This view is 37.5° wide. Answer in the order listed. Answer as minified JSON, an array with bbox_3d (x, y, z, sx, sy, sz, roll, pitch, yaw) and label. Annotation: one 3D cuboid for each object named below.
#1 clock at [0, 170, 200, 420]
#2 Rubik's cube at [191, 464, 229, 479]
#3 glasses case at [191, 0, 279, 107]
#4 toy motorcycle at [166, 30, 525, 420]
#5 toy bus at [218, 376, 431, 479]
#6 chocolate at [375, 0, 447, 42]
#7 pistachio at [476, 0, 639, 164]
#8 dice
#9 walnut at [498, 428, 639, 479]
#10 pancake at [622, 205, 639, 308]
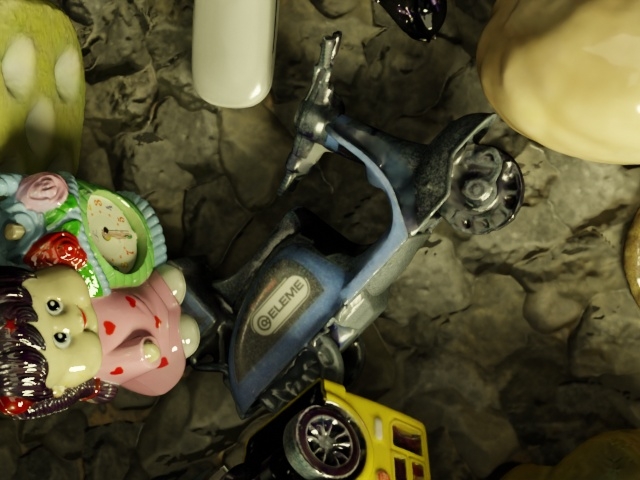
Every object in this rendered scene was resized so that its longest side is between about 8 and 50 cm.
[{"bbox_3d":[-0.202,0.039,0.738,0.100,0.195,0.194,-24,79,26],"label":"clock"},{"bbox_3d":[-0.140,0.370,0.813,0.231,0.224,0.221,-38,86,11],"label":"Rubik's cube"},{"bbox_3d":[-0.075,-0.217,0.852,0.074,0.049,0.193,4,95,10],"label":"glasses case"},{"bbox_3d":[0.000,0.000,0.814,0.212,0.125,0.358,45,103,9],"label":"toy motorcycle"},{"bbox_3d":[0.010,0.278,0.681,0.151,0.331,0.145,22,136,-25],"label":"toy bus"},{"bbox_3d":[0.043,-0.229,0.828,0.147,0.072,0.070,17,56,1],"label":"chocolate"},{"bbox_3d":[0.282,-0.147,0.727,0.318,0.214,0.193,5,52,3],"label":"pistachio"},{"bbox_3d":[-0.358,-0.111,0.825,0.238,0.227,0.233,7,97,9],"label":"dice"},{"bbox_3d":[0.213,0.297,0.716,0.253,0.277,0.282,17,125,-13],"label":"walnut"},{"bbox_3d":[0.360,0.018,0.799,0.199,0.021,0.199,1,95,11],"label":"pancake"}]
